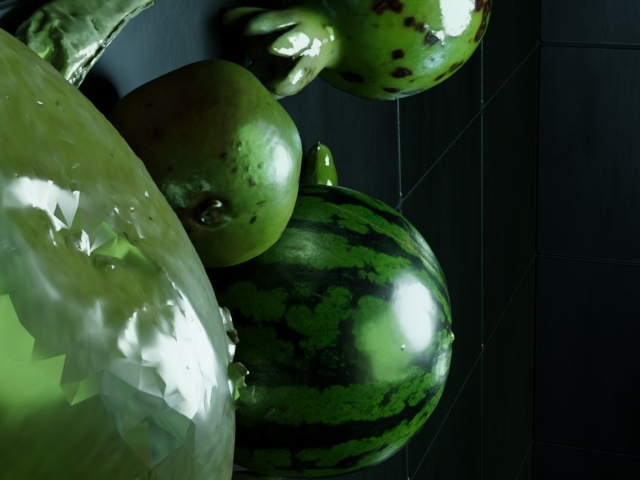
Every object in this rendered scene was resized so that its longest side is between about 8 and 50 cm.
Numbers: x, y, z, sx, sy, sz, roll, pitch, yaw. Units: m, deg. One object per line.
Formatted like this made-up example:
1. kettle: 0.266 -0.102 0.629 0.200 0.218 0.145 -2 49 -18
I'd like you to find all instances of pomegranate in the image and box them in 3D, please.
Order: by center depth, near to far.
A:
1. pomegranate: -0.103 -0.075 1.100 0.210 0.180 0.180 -106 -170 -63
2. pomegranate: 0.049 -0.249 1.345 0.306 0.242 0.242 -40 133 -55

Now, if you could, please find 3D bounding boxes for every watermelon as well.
1. watermelon: -0.011 0.087 1.223 0.285 0.285 0.285 6 90 -70

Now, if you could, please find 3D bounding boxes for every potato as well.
1. potato: -0.215 0.070 0.538 0.442 0.319 0.385 45 53 -51

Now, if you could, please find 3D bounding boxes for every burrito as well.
1. burrito: -0.181 -0.165 0.989 0.058 0.063 0.229 -64 176 37

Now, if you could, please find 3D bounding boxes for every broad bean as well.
1. broad bean: -0.001 0.002 1.543 0.065 0.046 0.254 -57 149 -63

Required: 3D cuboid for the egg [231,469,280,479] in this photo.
1. egg: -0.082 0.334 1.193 0.203 0.203 0.245 58 38 -59
